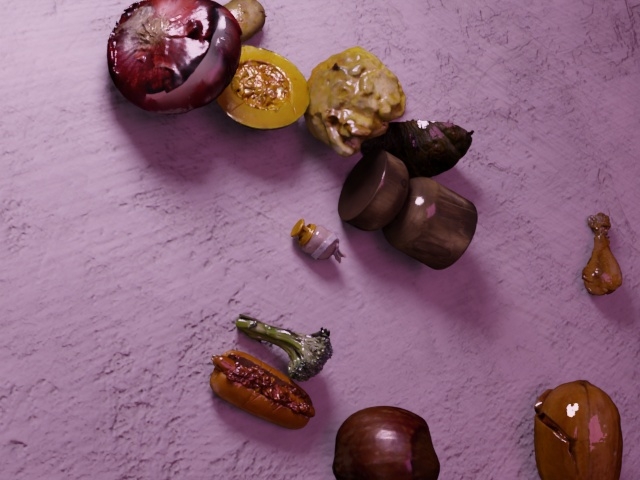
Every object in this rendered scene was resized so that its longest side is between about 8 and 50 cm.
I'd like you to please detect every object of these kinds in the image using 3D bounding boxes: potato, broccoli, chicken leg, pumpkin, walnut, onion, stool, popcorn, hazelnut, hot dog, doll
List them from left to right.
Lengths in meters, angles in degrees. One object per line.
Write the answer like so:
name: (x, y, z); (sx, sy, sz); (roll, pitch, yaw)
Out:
onion: (-0.272, -0.352, 1.642); (0.271, 0.195, 0.272); (-4, 68, 11)
potato: (-0.175, -0.476, 1.805); (0.138, 0.070, 0.092); (-42, 99, -32)
pumpkin: (-0.136, -0.304, 1.767); (0.217, 0.110, 0.218); (6, 65, -14)
hot dog: (-0.113, 0.293, 1.631); (0.249, 0.076, 0.102); (34, 65, -21)
broccoli: (-0.075, 0.202, 1.669); (0.204, 0.118, 0.122); (25, 54, -2)
doll: (0.000, 0.000, 1.788); (0.127, 0.073, 0.084); (34, 30, -17)
popcorn: (0.058, -0.301, 1.793); (0.192, 0.233, 0.266); (45, 34, -42)
hazelnut: (0.129, 0.448, 1.662); (0.217, 0.218, 0.234); (2, 76, -31)
stool: (0.194, -0.066, 1.857); (0.264, 0.179, 0.179); (28, 64, -23)
pumpkin: (0.230, -0.215, 1.928); (0.278, 0.163, 0.111); (17, 67, -26)
walnut: (0.598, 0.495, 1.940); (0.208, 0.209, 0.337); (6, 75, -30)
chicken leg: (0.750, 0.036, 2.231); (0.107, 0.087, 0.252); (27, 57, -35)
